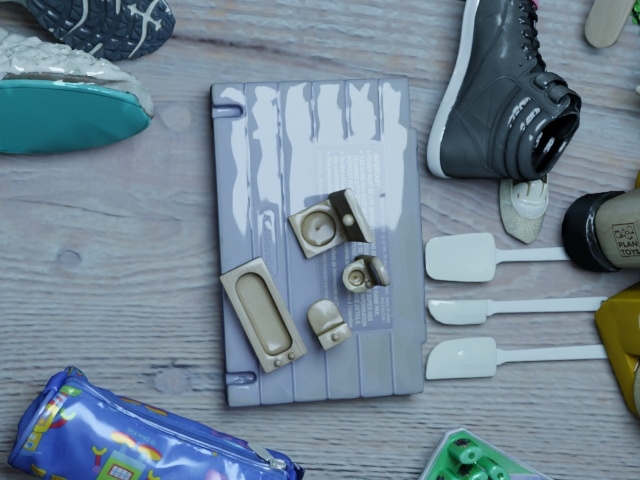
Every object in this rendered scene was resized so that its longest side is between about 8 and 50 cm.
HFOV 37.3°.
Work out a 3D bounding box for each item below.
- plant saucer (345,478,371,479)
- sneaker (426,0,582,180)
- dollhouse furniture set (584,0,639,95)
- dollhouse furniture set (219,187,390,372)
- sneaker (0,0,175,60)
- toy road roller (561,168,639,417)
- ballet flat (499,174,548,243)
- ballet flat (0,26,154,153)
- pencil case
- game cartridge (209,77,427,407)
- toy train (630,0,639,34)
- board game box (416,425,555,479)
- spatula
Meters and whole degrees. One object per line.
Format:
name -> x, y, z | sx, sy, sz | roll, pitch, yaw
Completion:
plant saucer -> 0.036, 0.363, 1.075 | 0.195, 0.037, 0.194 | 0, 91, -9
sneaker -> 0.227, -0.196, 1.031 | 0.147, 0.105, 0.295 | 18, 94, 34
dollhouse furniture set -> 0.528, -0.237, 1.099 | 0.356, 0.303, 0.173 | -11, 131, -39
dollhouse furniture set -> -0.015, 0.045, 0.965 | 0.151, 0.123, 0.144 | -26, 94, -7
sneaker -> -0.281, -0.290, 0.988 | 0.283, 0.122, 0.110 | 21, 128, -27
toy road roller -> 0.450, 0.048, 1.052 | 0.241, 0.202, 0.329 | -21, 95, -21
ballet flat -> 0.238, -0.080, 1.090 | 0.057, 0.052, 0.168 | 0, 91, -9
ballet flat -> -0.382, -0.159, 0.969 | 0.409, 0.147, 0.146 | -8, 92, -8
pencil case -> -0.167, 0.236, 1.002 | 0.306, 0.119, 0.133 | 25, 111, -8
game cartridge -> 0.000, 0.000, 1.057 | 0.230, 0.068, 0.354 | -3, 91, -12
toy train -> 0.382, -0.270, 1.127 | 0.024, 0.017, 0.083 | -30, 95, -16
board game box -> 0.213, 0.467, 1.071 | 0.390, 0.050, 0.389 | 31, 87, -15
spatula -> 0.238, 0.073, 1.102 | 0.242, 0.019, 0.168 | -2, 92, -11
